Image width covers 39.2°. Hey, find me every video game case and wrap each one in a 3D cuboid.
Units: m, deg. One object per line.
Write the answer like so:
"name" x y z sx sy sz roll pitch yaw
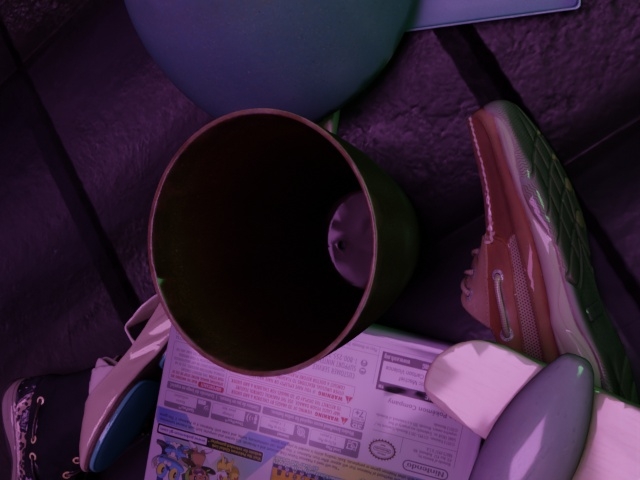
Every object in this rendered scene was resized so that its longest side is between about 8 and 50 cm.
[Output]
"video game case" -0.014 0.219 0.900 0.329 0.036 0.299 12 97 14

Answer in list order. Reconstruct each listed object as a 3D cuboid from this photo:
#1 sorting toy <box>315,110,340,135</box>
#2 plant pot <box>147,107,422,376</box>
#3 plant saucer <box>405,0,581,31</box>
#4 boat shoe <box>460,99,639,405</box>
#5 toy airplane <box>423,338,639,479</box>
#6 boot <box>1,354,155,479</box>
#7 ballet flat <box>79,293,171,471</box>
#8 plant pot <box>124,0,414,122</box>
"sorting toy" -0.052 -0.115 0.950 0.132 0.046 0.274 11 96 28
"plant pot" 0.000 0.000 0.818 0.216 0.230 0.215 1 91 28
"plant saucer" 0.151 -0.239 0.855 0.192 0.018 0.067 -1 90 29
"boat shoe" 0.177 0.037 0.789 0.117 0.123 0.324 -19 80 29
"toy airplane" 0.287 0.220 0.591 0.386 0.272 0.384 -16 99 36
"boot" -0.275 0.259 1.054 0.179 0.085 0.236 -19 81 25
"ballet flat" -0.197 0.133 0.982 0.086 0.086 0.248 33 79 24
"plant pot" -0.078 -0.269 0.849 0.290 0.195 0.290 -6 77 25
